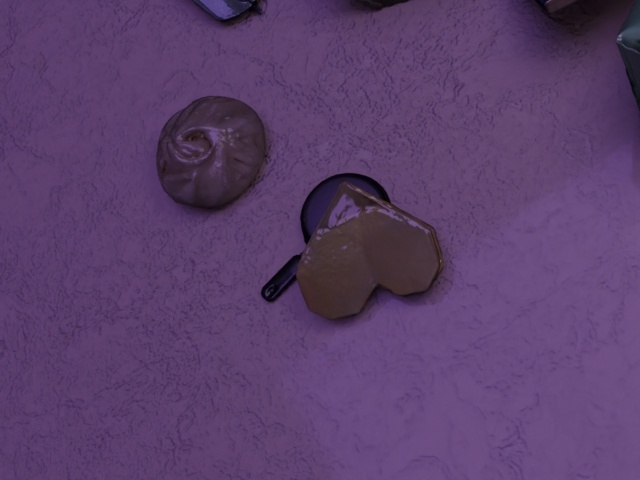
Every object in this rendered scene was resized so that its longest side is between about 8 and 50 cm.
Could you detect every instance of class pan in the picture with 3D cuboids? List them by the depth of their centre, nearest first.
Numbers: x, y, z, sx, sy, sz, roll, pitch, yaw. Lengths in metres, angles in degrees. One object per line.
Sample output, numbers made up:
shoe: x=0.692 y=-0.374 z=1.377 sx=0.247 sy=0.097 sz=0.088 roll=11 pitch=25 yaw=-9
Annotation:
pan: x=0.000 y=0.000 z=1.502 sx=0.235 sy=0.028 sz=0.136 roll=-45 pitch=68 yaw=1

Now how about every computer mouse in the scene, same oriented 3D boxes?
computer mouse: x=-0.179 y=-0.430 z=1.672 sx=0.229 sy=0.068 sz=0.113 roll=39 pitch=90 yaw=25

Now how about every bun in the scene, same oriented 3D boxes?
bun: x=-0.176 y=-0.141 z=1.565 sx=0.183 sy=0.102 sz=0.183 roll=-7 pitch=69 yaw=18

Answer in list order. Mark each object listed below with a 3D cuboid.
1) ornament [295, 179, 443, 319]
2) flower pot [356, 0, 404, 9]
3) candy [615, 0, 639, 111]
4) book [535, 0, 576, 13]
ornament: x=0.055 y=0.004 z=1.440 sx=0.201 sy=0.059 sz=0.180 roll=-18 pitch=94 yaw=13
flower pot: x=0.099 y=-0.473 z=1.513 sx=0.209 sy=0.239 sz=0.189 roll=-3 pitch=72 yaw=-15
candy: x=0.515 y=-0.308 z=1.294 sx=0.398 sy=0.263 sz=0.172 roll=-48 pitch=60 yaw=1
book: x=0.353 y=-0.395 z=1.417 sx=0.191 sy=0.025 sz=0.269 roll=-29 pitch=27 yaw=9
